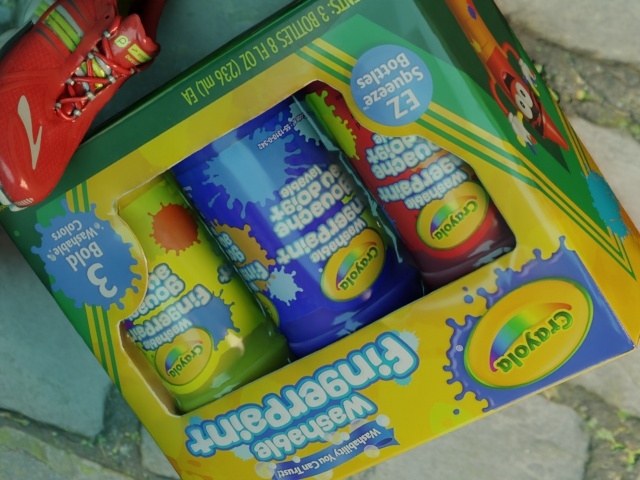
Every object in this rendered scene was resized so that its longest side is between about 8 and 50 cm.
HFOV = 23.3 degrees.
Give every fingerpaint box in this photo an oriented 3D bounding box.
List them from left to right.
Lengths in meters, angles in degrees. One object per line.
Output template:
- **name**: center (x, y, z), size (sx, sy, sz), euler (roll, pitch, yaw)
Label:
- **fingerpaint box**: center (0.000, 0.000, 1.333), size (0.445, 0.163, 0.371), euler (-28, 102, 28)

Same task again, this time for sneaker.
- **sneaker**: center (-0.194, -0.150, 1.271), size (0.118, 0.279, 0.107), euler (0, 146, 33)
